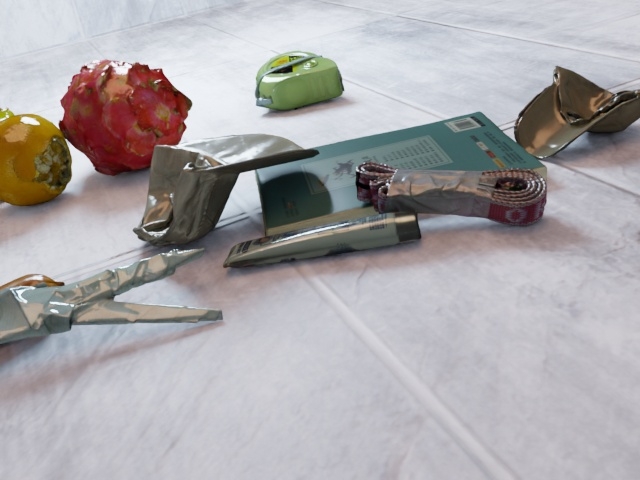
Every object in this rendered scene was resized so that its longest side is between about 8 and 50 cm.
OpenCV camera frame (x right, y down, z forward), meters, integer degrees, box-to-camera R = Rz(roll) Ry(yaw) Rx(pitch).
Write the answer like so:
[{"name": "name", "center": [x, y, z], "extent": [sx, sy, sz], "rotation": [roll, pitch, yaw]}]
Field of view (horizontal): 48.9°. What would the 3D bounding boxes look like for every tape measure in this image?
[{"name": "tape measure", "center": [-0.054, -0.325, 1.432], "extent": [0.177, 0.087, 0.154], "rotation": [-14, 39, -3]}]

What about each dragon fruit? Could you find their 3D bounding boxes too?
[{"name": "dragon fruit", "center": [-0.354, -0.219, 1.234], "extent": [0.205, 0.210, 0.268], "rotation": [24, 3, -41]}]

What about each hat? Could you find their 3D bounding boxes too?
[{"name": "hat", "center": [0.365, -0.171, 1.018], "extent": [0.175, 0.085, 0.147], "rotation": [-40, 44, -6]}, {"name": "hat", "center": [-0.130, -0.069, 0.971], "extent": [0.244, 0.149, 0.214], "rotation": [2, 15, -21]}]

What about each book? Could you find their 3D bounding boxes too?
[{"name": "book", "center": [0.093, -0.103, 1.014], "extent": [0.379, 0.031, 0.264], "rotation": [-12, 27, -2]}]

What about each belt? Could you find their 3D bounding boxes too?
[{"name": "belt", "center": [0.152, -0.056, 0.850], "extent": [0.232, 0.053, 0.071], "rotation": [6, 48, 17]}]

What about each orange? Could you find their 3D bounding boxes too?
[{"name": "orange", "center": [-0.482, -0.131, 1.166], "extent": [0.134, 0.155, 0.155], "rotation": [18, 26, -9]}]

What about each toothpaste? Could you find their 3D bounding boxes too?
[{"name": "toothpaste", "center": [0.000, 0.000, 0.846], "extent": [0.239, 0.039, 0.062], "rotation": [-9, 23, 8]}]

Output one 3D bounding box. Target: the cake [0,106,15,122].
[{"name": "cake", "center": [-0.647, -0.136, 1.239], "extent": [0.260, 0.156, 0.179], "rotation": [-32, 27, -31]}]

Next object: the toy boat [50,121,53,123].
[{"name": "toy boat", "center": [-0.674, -0.182, 1.387], "extent": [0.292, 0.109, 0.099], "rotation": [-17, -5, -22]}]

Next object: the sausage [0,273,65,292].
[{"name": "sausage", "center": [-0.376, 0.090, 0.801], "extent": [0.183, 0.054, 0.062], "rotation": [-31, 26, -28]}]

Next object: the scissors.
[{"name": "scissors", "center": [-0.300, 0.079, 0.758], "extent": [0.383, 0.029, 0.256], "rotation": [-7, 51, -8]}]
